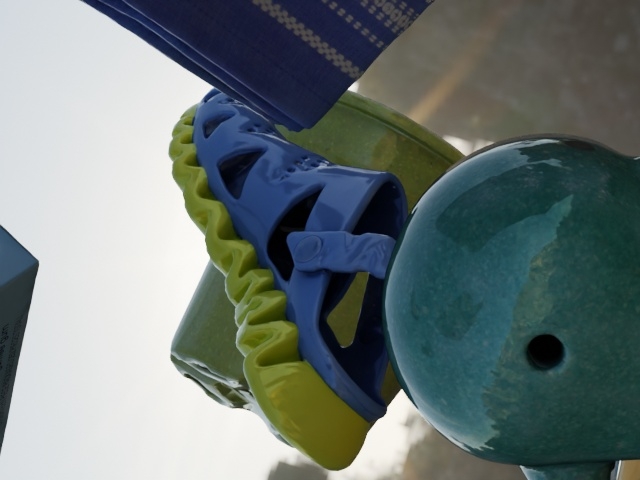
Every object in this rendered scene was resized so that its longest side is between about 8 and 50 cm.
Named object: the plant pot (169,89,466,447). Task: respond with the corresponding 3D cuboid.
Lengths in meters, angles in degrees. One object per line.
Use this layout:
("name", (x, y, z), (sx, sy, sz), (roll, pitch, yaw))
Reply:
("plant pot", (0.007, 0.041, 1.546), (0.254, 0.276, 0.276), (-59, -12, -13))

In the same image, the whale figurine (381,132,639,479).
("whale figurine", (0.163, 0.055, 0.915), (0.141, 0.272, 0.216), (-57, -11, -74))

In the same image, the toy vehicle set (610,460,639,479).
("toy vehicle set", (0.182, 0.127, 1.141), (0.166, 0.035, 0.267), (-60, 5, 40))

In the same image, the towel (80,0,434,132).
("towel", (0.034, -0.207, 0.805), (0.336, 0.040, 0.243), (-44, -43, 13))

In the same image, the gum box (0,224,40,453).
("gum box", (-0.207, 0.088, 0.750), (0.184, 0.041, 0.157), (-37, -20, -36))

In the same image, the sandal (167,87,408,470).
("sandal", (0.000, 0.000, 1.153), (0.126, 0.138, 0.317), (45, -166, -46))
